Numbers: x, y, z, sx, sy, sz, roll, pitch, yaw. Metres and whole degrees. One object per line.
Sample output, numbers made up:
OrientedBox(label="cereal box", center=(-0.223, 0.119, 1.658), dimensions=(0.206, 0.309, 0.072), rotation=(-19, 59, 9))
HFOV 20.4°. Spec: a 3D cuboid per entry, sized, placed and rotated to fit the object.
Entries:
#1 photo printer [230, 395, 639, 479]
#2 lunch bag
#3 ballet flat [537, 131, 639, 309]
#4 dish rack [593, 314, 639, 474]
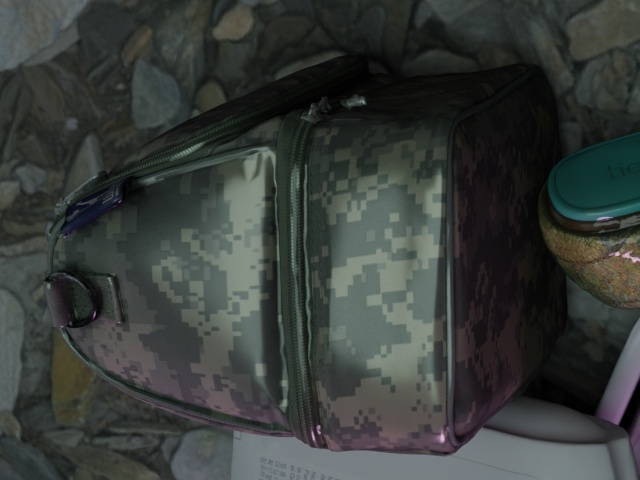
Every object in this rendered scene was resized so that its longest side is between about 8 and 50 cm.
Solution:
OrientedBox(label="photo printer", center=(0.076, 0.216, 1.187), dimensions=(0.307, 0.107, 0.256), rotation=(10, 100, 40))
OrientedBox(label="lunch bag", center=(0.000, 0.000, 1.108), dimensions=(0.256, 0.305, 0.213), rotation=(-1, 103, 20))
OrientedBox(label="ballet flat", center=(0.307, -0.042, 1.081), dimensions=(0.348, 0.123, 0.123), rotation=(-18, 97, 12))
OrientedBox(label="dish rack", center=(0.298, 0.211, 1.175), dimensions=(0.285, 0.072, 0.333), rotation=(25, 112, 15))
